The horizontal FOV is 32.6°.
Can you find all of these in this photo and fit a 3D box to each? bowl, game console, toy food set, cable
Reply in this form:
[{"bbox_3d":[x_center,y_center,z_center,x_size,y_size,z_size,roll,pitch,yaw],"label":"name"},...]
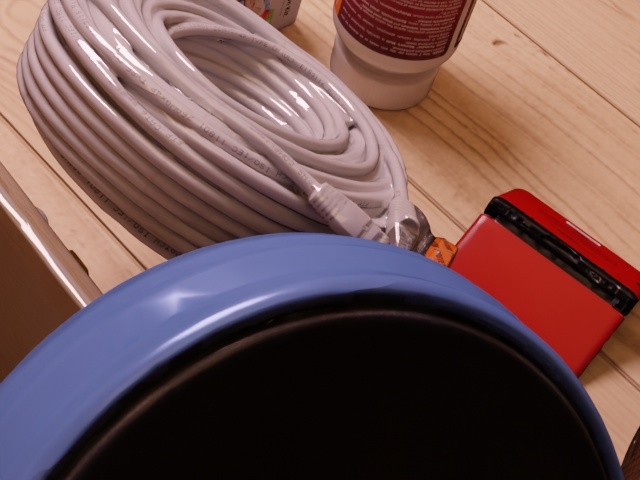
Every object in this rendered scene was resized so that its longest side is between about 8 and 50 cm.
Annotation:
[{"bbox_3d":[-0.005,0.195,0.536,0.391,0.391,0.077,-15,15,-24],"label":"bowl"},{"bbox_3d":[0.186,0.034,0.916,0.144,0.085,0.124,38,22,15],"label":"game console"},{"bbox_3d":[-0.170,0.024,0.699,0.092,0.219,0.306,-28,64,-33],"label":"toy food set"},{"bbox_3d":[-0.060,-0.075,0.681,0.257,0.089,0.257,34,23,-8],"label":"cable"}]

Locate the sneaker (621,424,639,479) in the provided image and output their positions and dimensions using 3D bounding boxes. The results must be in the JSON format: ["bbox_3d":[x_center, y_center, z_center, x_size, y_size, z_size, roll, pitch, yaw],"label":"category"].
[{"bbox_3d":[0.321,0.124,0.819,0.123,0.106,0.290,34,51,15],"label":"sneaker"}]

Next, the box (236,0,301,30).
[{"bbox_3d":[-0.084,-0.220,0.958,0.186,0.145,0.038,-34,70,-34],"label":"box"}]

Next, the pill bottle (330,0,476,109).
[{"bbox_3d":[0.078,-0.225,0.953,0.121,0.221,0.121,7,52,-9],"label":"pill bottle"}]

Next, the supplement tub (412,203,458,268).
[{"bbox_3d":[0.000,0.000,0.827,0.190,0.117,0.117,30,52,8],"label":"supplement tub"}]
